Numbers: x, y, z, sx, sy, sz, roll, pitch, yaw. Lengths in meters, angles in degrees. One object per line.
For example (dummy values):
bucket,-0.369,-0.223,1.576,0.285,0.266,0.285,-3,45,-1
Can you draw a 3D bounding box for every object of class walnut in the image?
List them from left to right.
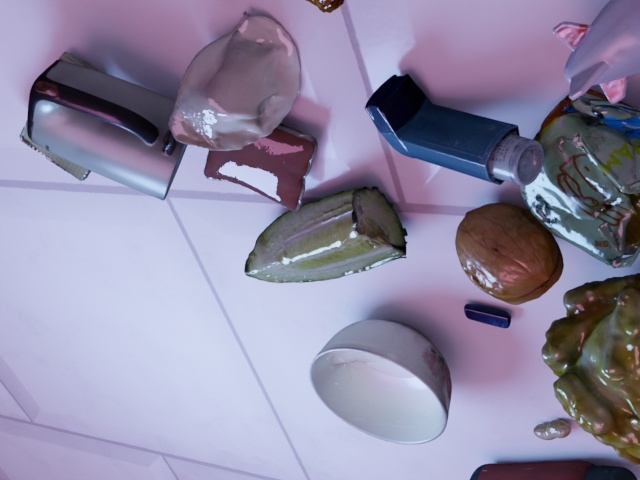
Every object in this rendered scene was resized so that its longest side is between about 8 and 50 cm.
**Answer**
walnut,0.280,0.017,1.387,0.180,0.144,0.144,45,152,35

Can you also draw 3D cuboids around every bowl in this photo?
bowl,0.129,0.248,1.744,0.277,0.145,0.277,16,138,15

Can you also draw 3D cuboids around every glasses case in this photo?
glasses case,0.292,0.129,1.606,0.083,0.023,0.033,13,144,23

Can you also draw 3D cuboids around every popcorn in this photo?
popcorn,0.496,0.183,1.328,0.335,0.279,0.274,15,156,29

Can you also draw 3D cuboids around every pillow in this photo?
pillow,-0.097,-0.142,1.518,0.179,0.075,0.171,24,134,5

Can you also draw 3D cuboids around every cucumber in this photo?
cucumber,0.002,-0.001,1.594,0.145,0.105,0.325,22,150,-35

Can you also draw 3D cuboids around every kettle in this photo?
kettle,-0.339,-0.191,1.494,0.255,0.165,0.240,24,173,-8

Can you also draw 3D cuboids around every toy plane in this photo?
toy plane,0.386,-0.251,1.048,0.252,0.118,0.252,9,127,12

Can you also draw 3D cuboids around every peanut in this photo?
peanut,0.441,0.362,1.754,0.037,0.037,0.083,44,138,-16

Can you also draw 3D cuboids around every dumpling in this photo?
dumpling,-0.127,-0.224,1.408,0.166,0.216,0.126,35,172,-19

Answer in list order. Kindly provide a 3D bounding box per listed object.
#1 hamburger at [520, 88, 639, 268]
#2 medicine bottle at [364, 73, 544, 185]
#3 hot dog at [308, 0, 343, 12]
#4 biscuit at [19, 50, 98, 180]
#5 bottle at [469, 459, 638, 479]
hamburger,0.385,-0.060,1.241,0.276,0.150,0.260,40,142,-13
medicine bottle,0.183,-0.146,1.274,0.258,0.079,0.124,26,156,43
hot dog,-0.021,-0.368,1.233,0.147,0.065,0.099,36,143,12
biscuit,-0.444,-0.223,1.671,0.150,0.052,0.252,34,139,-11
bottle,0.462,0.507,1.813,0.336,0.144,0.144,-15,123,41
